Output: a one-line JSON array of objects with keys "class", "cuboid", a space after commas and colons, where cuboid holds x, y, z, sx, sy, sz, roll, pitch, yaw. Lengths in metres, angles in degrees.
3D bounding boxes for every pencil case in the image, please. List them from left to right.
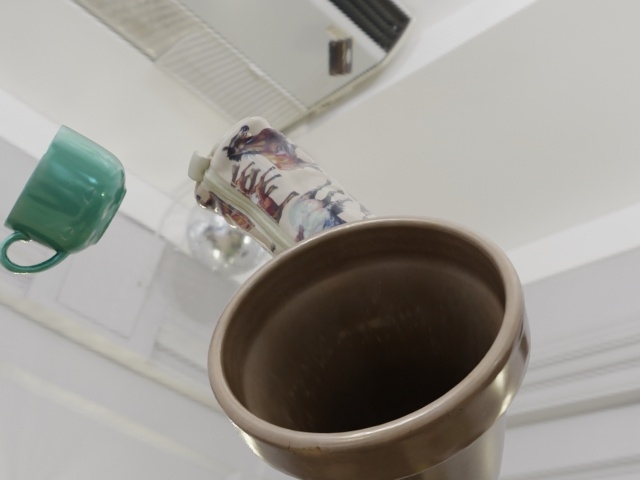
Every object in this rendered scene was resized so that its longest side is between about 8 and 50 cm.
[{"class": "pencil case", "cuboid": [0.000, 0.000, 1.208, 0.410, 0.183, 0.160, 41, -67, 9]}]

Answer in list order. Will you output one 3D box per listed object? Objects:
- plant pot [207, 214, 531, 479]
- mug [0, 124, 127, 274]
[{"class": "plant pot", "cuboid": [0.061, 0.144, 0.742, 0.263, 0.263, 0.229, -4, -51, 21]}, {"class": "mug", "cuboid": [-0.285, -0.039, 0.950, 0.097, 0.129, 0.158, 30, -74, -18]}]
